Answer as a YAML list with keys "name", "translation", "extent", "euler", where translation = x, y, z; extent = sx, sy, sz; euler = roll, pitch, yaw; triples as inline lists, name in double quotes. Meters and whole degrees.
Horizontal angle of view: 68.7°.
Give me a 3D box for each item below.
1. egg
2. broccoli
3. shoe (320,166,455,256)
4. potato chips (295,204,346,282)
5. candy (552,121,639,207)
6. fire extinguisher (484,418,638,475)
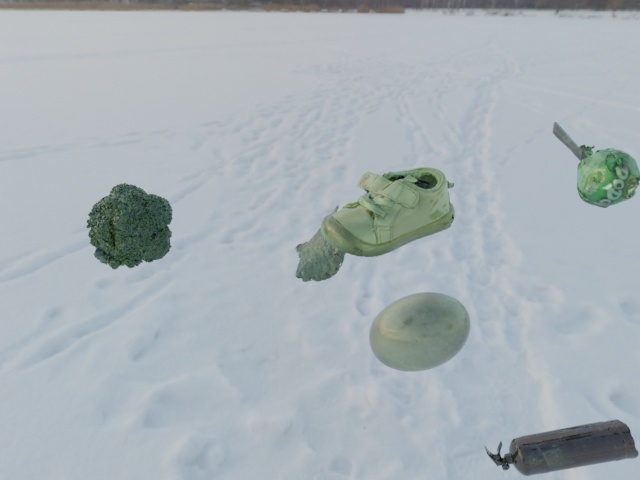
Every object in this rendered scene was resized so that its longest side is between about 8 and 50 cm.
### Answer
- name: "egg"
  translation: [0.336, 0.311, 1.603]
  extent: [0.352, 0.259, 0.258]
  euler: [-18, 21, 18]
- name: "broccoli"
  translation: [-0.406, -0.027, 1.011]
  extent: [0.195, 0.195, 0.156]
  euler: [-3, -16, -7]
- name: "shoe"
  translation: [0.120, -0.059, 0.839]
  extent: [0.262, 0.128, 0.140]
  euler: [-12, 16, -20]
- name: "potato chips"
  translation: [0.006, 0.003, 1.283]
  extent: [0.167, 0.059, 0.228]
  euler: [-27, 45, 25]
- name: "candy"
  translation: [0.482, -0.164, 0.865]
  extent: [0.097, 0.097, 0.323]
  euler: [3, 32, 4]
- name: "fire extinguisher"
  translation: [0.455, 0.399, 0.904]
  extent: [0.267, 0.089, 0.072]
  euler: [-14, 31, 7]
